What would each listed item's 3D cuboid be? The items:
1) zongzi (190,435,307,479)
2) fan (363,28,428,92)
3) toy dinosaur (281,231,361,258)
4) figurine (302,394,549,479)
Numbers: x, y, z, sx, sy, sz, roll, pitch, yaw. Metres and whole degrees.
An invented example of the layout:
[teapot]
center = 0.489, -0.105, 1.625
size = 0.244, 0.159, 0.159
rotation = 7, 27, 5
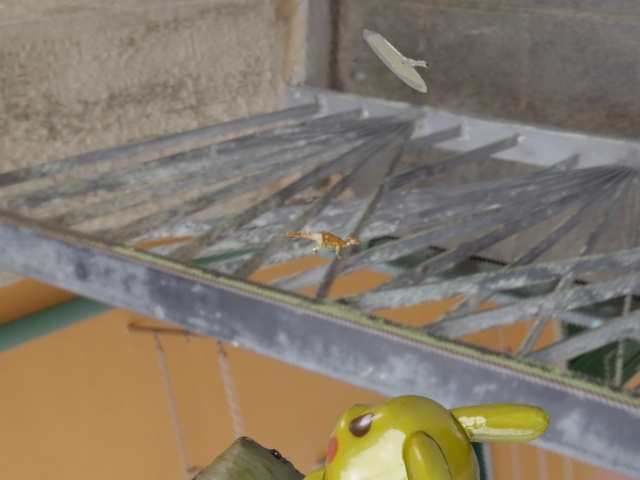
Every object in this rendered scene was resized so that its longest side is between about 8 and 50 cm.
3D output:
[zongzi]
center = -0.032, 0.440, 1.447
size = 0.323, 0.160, 0.360
rotation = 37, 148, 21
[fan]
center = 0.103, -0.224, 1.388
size = 0.005, 0.175, 0.113
rotation = -46, 108, -3
[toy dinosaur]
center = 0.001, 0.003, 1.558
size = 0.113, 0.026, 0.041
rotation = 5, 147, -1
[figurine]
center = 0.049, 0.265, 1.073
size = 0.169, 0.218, 0.327
rotation = 42, 111, 16
